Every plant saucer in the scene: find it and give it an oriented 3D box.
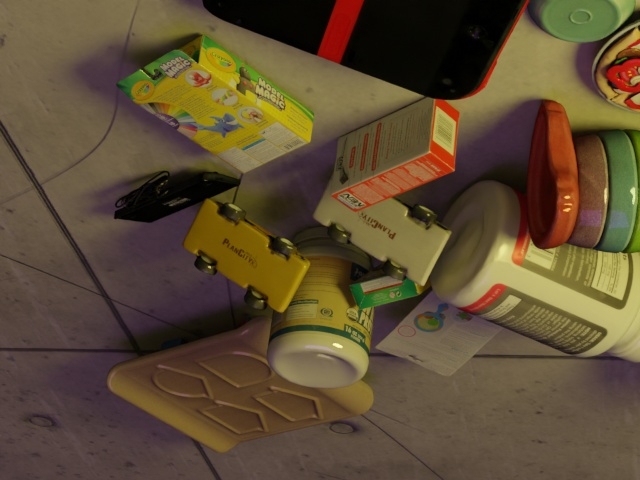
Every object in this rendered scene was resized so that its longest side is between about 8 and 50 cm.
[{"bbox_3d":[0.288,-0.254,1.578,0.119,0.021,0.119,5,148,3],"label":"plant saucer"}]

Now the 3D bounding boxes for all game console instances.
[{"bbox_3d":[0.065,-0.312,1.491,0.342,0.060,0.386,21,147,-2],"label":"game console"}]

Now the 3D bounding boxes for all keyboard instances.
[{"bbox_3d":[-0.209,-0.071,1.987,0.192,0.038,0.100,-21,162,36],"label":"keyboard"}]

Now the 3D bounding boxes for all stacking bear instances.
[{"bbox_3d":[0.409,-0.063,1.744,0.289,0.175,0.164,1,147,-3],"label":"stacking bear"}]

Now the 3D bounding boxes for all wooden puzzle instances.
[{"bbox_3d":[-0.134,0.234,2.415,0.348,0.080,0.322,-22,138,32],"label":"wooden puzzle"}]

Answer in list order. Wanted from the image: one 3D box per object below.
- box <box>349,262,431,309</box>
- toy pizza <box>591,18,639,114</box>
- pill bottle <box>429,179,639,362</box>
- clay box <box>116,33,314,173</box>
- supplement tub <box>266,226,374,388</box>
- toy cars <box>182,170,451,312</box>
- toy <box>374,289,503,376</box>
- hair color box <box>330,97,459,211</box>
[{"bbox_3d":[0.128,0.041,1.994,0.105,0.179,0.043,-16,97,33],"label":"box"},{"bbox_3d":[0.412,-0.192,1.626,0.201,0.032,0.201,2,150,1],"label":"toy pizza"},{"bbox_3d":[0.321,0.054,1.920,0.318,0.176,0.176,23,145,-23],"label":"pill bottle"},{"bbox_3d":[-0.130,-0.173,1.770,0.127,0.053,0.222,-22,136,39],"label":"clay box"},{"bbox_3d":[0.006,0.096,2.034,0.144,0.199,0.144,6,149,3],"label":"supplement tub"},{"bbox_3d":[0.000,0.000,1.940,0.394,0.176,0.087,-12,175,26],"label":"toy cars"},{"bbox_3d":[0.200,0.112,2.158,0.137,0.056,0.237,23,140,-17],"label":"toy"},{"bbox_3d":[0.093,-0.108,1.789,0.167,0.093,0.053,-21,138,39],"label":"hair color box"}]
